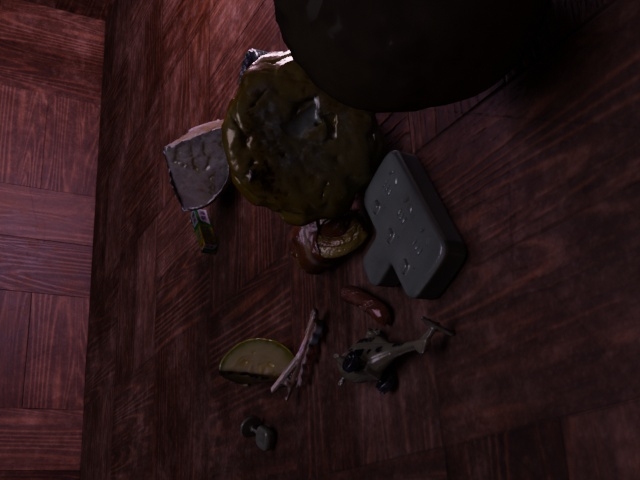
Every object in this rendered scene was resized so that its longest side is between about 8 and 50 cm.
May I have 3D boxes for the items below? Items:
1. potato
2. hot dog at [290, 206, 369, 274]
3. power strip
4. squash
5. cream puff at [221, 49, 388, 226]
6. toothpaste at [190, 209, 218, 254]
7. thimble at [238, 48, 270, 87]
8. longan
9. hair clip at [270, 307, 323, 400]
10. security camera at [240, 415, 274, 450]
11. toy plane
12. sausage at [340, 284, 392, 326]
[{"bbox_3d":[-0.286,-0.219,2.223,0.264,0.211,0.189,-66,-44,-68],"label":"potato"},{"bbox_3d":[-0.005,-0.003,1.601,0.261,0.093,0.123,-36,52,55],"label":"hot dog"},{"bbox_3d":[0.136,-0.005,1.365,0.193,0.059,0.265,-61,34,34],"label":"power strip"},{"bbox_3d":[-0.124,0.279,1.834,0.252,0.169,0.093,71,-158,-73],"label":"squash"},{"bbox_3d":[-0.031,-0.194,1.532,0.257,0.291,0.324,-119,19,-87],"label":"cream puff"},{"bbox_3d":[-0.332,-0.027,2.300,0.037,0.043,0.178,-65,31,29],"label":"toothpaste"},{"bbox_3d":[-0.143,-0.396,1.986,0.118,0.090,0.135,-27,59,59],"label":"thimble"},{"bbox_3d":[0.116,-0.379,1.162,0.436,0.404,0.404,19,100,59],"label":"longan"},{"bbox_3d":[-0.034,0.236,1.643,0.214,0.056,0.062,-62,15,18],"label":"hair clip"},{"bbox_3d":[-0.131,0.428,1.784,0.092,0.058,0.058,26,106,49],"label":"security camera"},{"bbox_3d":[0.109,0.186,1.349,0.286,0.092,0.108,-28,33,60],"label":"toy plane"},{"bbox_3d":[0.083,0.114,1.464,0.036,0.042,0.158,-44,29,-9],"label":"sausage"}]
